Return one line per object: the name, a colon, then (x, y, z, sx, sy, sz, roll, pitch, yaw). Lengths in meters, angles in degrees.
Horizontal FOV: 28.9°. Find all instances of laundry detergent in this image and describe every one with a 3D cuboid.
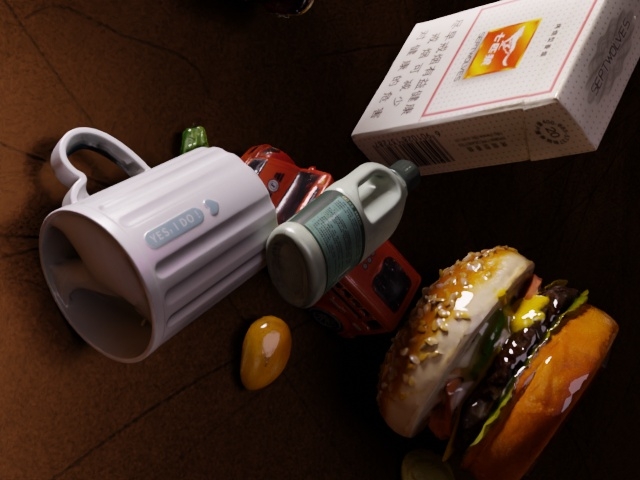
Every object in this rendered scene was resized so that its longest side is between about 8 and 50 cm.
laundry detergent: (0.035, -0.023, 1.336, 0.226, 0.070, 0.099, -39, 128, -39)

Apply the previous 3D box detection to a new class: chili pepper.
chili pepper: (-0.136, -0.085, 1.385, 0.034, 0.030, 0.091, -29, 108, -64)

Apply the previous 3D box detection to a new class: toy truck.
toy truck: (0.000, 0.000, 1.432, 0.252, 0.114, 0.107, 47, 60, -28)

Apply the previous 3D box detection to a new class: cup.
cup: (-0.166, -0.018, 1.263, 0.202, 0.167, 0.221, -33, 115, -41)

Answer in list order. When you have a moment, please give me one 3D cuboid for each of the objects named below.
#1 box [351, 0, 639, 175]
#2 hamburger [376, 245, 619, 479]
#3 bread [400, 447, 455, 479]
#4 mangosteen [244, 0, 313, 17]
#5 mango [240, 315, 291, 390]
box: (0.213, -0.191, 1.489, 0.095, 0.330, 0.210, 45, 59, -28)
hamburger: (0.205, 0.144, 1.480, 0.225, 0.291, 0.291, 36, 55, 13)
bread: (0.129, 0.354, 1.540, 0.149, 0.065, 0.187, 3, 85, -35)
mangosteen: (-0.057, -0.337, 1.405, 0.180, 0.166, 0.166, 50, 54, -54)
mango: (-0.065, 0.129, 1.413, 0.060, 0.046, 0.089, 32, 79, -31)
